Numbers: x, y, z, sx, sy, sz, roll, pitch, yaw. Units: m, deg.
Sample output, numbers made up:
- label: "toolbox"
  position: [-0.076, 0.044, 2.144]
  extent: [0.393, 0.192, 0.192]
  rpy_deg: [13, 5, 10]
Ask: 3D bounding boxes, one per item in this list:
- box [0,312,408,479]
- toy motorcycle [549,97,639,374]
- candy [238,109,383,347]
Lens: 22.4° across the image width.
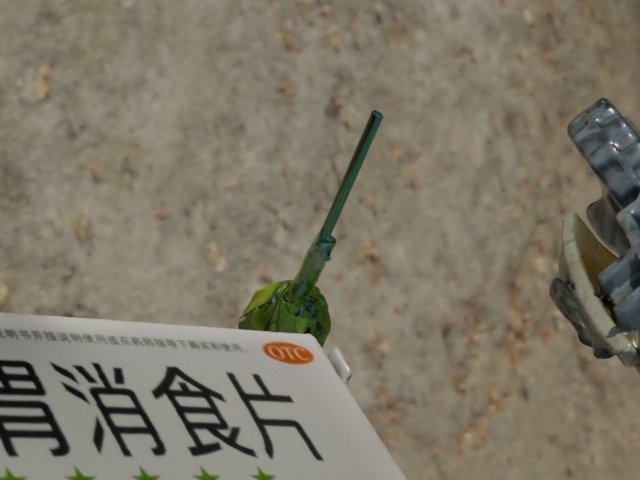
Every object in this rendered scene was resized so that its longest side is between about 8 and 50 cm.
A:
- label: "box"
  position: [-0.103, 0.128, 0.554]
  extent: [0.333, 0.145, 0.173]
  rpy_deg: [8, 38, -44]
- label: "toy motorcycle"
  position: [0.136, 0.032, 0.488]
  extent: [0.129, 0.094, 0.229]
  rpy_deg: [52, 11, -19]
- label: "candy"
  position: [0.000, 0.000, 1.037]
  extent: [0.058, 0.193, 0.062]
  rpy_deg: [39, 31, 29]
